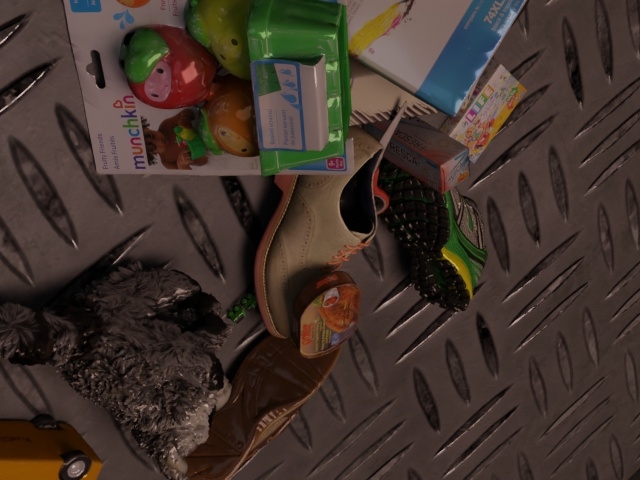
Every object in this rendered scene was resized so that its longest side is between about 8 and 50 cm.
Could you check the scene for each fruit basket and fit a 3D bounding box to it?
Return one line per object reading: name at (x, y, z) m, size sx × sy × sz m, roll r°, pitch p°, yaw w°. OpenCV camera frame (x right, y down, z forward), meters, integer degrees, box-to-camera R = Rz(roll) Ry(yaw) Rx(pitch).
fruit basket at (-0.137, -0.203, 1.793) m, size 0.353 × 0.165 × 0.327 m, roll -2°, pitch 129°, yaw 2°

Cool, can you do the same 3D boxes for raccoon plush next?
raccoon plush at (-0.329, 0.194, 2.039) m, size 0.446 × 0.216 × 0.299 m, roll 10°, pitch 130°, yaw -17°

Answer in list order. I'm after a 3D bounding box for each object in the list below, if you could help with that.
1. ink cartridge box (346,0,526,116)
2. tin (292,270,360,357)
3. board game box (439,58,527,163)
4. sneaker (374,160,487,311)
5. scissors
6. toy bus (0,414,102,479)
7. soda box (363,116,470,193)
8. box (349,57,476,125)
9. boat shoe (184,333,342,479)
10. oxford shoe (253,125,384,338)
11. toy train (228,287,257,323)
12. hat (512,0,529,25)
ink cartridge box at (0.113, -0.317, 1.906) m, size 0.197 × 0.270 × 0.198 m, roll -59°, pitch 180°, yaw 6°
tin at (0.006, 0.115, 2.193) m, size 0.106 × 0.040 × 0.189 m, roll -27°, pitch 151°, yaw -20°
board game box at (0.271, -0.215, 2.378) m, size 0.154 × 0.026 × 0.103 m, roll -55°, pitch 141°, yaw 3°
sneaker at (0.192, -0.044, 2.378) m, size 0.146 × 0.134 × 0.343 m, roll -59°, pitch 145°, yaw -33°
scissors at (0.067, -0.110, 2.171) m, size 0.109 × 0.021 × 0.297 m, roll -9°, pitch 150°, yaw -12°
toy bus at (-0.472, 0.322, 1.985) m, size 0.333 × 0.108 × 0.130 m, roll 11°, pitch 111°, yaw -48°
soda box at (0.146, -0.144, 2.183) m, size 0.063 × 0.183 × 0.058 m, roll -33°, pitch 137°, yaw -26°
box at (0.106, -0.247, 2.118) m, size 0.275 × 0.113 × 0.094 m, roll -11°, pitch 136°, yaw -38°
boat shoe at (-0.095, 0.266, 2.334) m, size 0.342 × 0.123 × 0.123 m, roll -51°, pitch 171°, yaw -10°
oxford shoe at (0.000, 0.000, 2.161) m, size 0.140 × 0.146 × 0.397 m, roll -34°, pitch 142°, yaw -47°
toy train at (-0.111, 0.099, 2.241) m, size 0.083 × 0.024 × 0.017 m, roll -43°, pitch 140°, yaw -11°
hat at (0.329, -0.456, 2.099) m, size 0.331 × 0.134 × 0.331 m, roll -35°, pitch 133°, yaw -48°
